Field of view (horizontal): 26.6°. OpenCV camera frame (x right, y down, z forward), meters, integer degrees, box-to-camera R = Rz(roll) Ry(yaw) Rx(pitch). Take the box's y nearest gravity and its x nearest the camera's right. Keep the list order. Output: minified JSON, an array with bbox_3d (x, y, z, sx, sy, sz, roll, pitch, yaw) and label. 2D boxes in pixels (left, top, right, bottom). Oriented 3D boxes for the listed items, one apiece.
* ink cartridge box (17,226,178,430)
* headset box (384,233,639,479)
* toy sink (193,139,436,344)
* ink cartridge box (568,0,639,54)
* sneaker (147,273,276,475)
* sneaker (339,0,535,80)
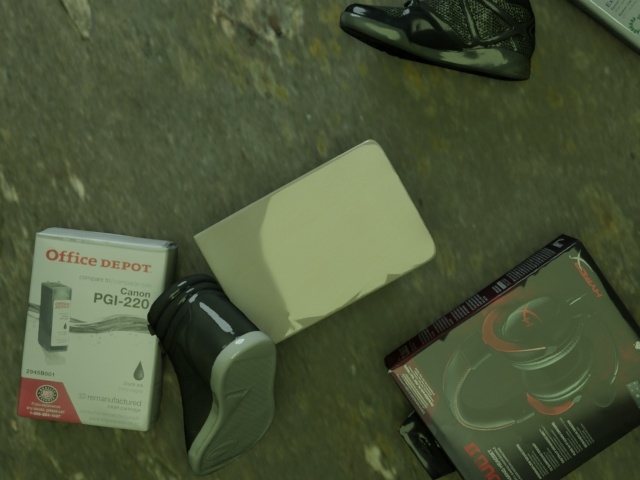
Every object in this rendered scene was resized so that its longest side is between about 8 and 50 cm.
[{"bbox_3d":[-0.258,0.101,1.574,0.158,0.092,0.218,7,91,1],"label":"ink cartridge box"},{"bbox_3d":[0.229,0.164,1.558,0.293,0.110,0.218,-34,92,2],"label":"headset box"},{"bbox_3d":[0.000,0.000,1.545,0.234,0.131,0.153,-30,92,7],"label":"toy sink"},{"bbox_3d":[0.342,-0.432,1.525,0.330,0.071,0.324,36,94,-9],"label":"ink cartridge box"},{"bbox_3d":[-0.129,0.147,1.528,0.104,0.296,0.147,-25,61,-26],"label":"sneaker"},{"bbox_3d":[0.140,-0.265,1.552,0.227,0.087,0.130,10,91,-3],"label":"sneaker"}]
